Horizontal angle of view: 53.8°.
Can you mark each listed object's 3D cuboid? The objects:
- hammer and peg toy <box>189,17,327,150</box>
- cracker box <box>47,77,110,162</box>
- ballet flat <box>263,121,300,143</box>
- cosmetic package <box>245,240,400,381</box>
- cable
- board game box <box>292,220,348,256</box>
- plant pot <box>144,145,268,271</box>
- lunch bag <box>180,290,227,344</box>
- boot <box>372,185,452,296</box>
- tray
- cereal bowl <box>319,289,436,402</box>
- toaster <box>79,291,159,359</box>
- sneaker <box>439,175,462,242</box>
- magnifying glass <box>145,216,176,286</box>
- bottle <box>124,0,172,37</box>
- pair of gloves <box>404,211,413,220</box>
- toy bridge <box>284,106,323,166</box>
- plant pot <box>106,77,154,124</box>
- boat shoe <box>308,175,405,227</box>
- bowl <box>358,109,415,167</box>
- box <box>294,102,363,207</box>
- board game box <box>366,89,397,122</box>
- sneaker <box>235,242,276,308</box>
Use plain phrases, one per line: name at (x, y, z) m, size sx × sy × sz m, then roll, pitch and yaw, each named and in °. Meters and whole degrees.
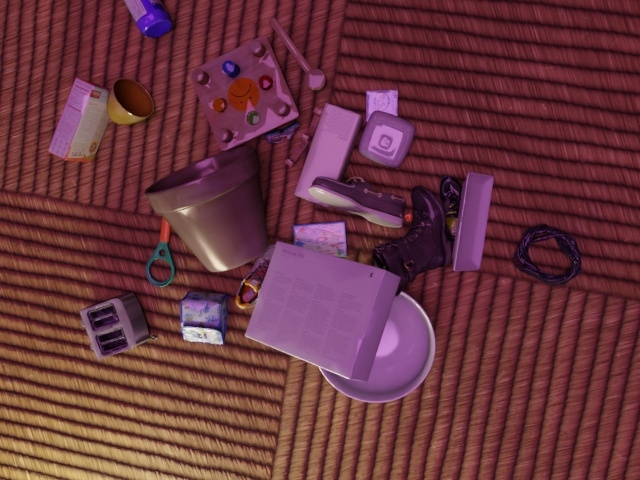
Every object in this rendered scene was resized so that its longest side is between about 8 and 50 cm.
hammer and peg toy at (-0.170, -0.442, 1.789) m, size 0.361 × 0.127 × 0.266 m, roll -24°, pitch 89°, yaw 10°
cracker box at (-0.697, -0.351, 1.862) m, size 0.067 × 0.156 × 0.232 m, roll 26°, pitch 98°, yaw 6°
ballet flat at (-0.108, -0.310, 1.839) m, size 0.114 × 0.041 × 0.041 m, roll -18°, pitch 92°, yaw 10°
cosmetic package at (-0.002, 0.179, 1.688) m, size 0.377 × 0.097 × 0.285 m, roll 15°, pitch 85°, yaw 38°
cable at (0.639, 0.041, 1.751) m, size 0.184 × 0.047 × 0.151 m, roll 24°, pitch 93°, yaw 9°
board game box at (0.000, 0.000, 1.849) m, size 0.154 × 0.026 × 0.104 m, roll -4°, pitch 94°, yaw 9°
plant pot at (-0.286, -0.075, 1.768) m, size 0.323 × 0.323 × 0.280 m, roll -18°, pitch 108°, yaw 10°
lunch bag at (-0.349, 0.238, 1.894) m, size 0.128 × 0.096 × 0.151 m, roll 5°, pitch 109°, yaw 6°
boot at (0.236, -0.002, 1.708) m, size 0.229 × 0.091 × 0.263 m, roll -19°, pitch 90°, yaw -28°
tray at (0.413, -0.051, 1.739) m, size 0.030 × 0.145 × 0.270 m, roll 12°, pitch 98°, yaw 40°
cereal bowl at (0.155, 0.278, 1.791) m, size 0.338 × 0.141 × 0.339 m, roll 1°, pitch 95°, yaw 8°
toaster at (-0.621, 0.259, 1.924) m, size 0.185 × 0.110 × 0.168 m, roll -19°, pitch 93°, yaw 10°
sneaker at (0.371, -0.088, 1.759) m, size 0.067 × 0.078 × 0.188 m, roll -5°, pitch 93°, yaw 9°
magnifying glass at (-0.480, 0.027, 1.929) m, size 0.092 × 0.026 × 0.231 m, roll 10°, pitch 98°, yaw 8°
bottle at (-0.535, -0.732, 1.824) m, size 0.092 × 0.118 × 0.283 m, roll -28°, pitch 91°, yaw 10°
pair of gloves at (0.283, -0.046, 1.810) m, size 0.074 × 0.010 × 0.083 m, roll -12°, pitch 95°, yaw 7°
toy bridge at (-0.041, -0.298, 1.811) m, size 0.026 × 0.063 × 0.188 m, roll 31°, pitch 100°, yaw 5°
plant pot at (-0.576, -0.397, 1.865) m, size 0.095 × 0.134 × 0.134 m, roll -30°, pitch 90°, yaw 35°
boat shoe at (0.106, -0.121, 1.737) m, size 0.305 × 0.109 × 0.091 m, roll 20°, pitch 80°, yaw -27°
bowl at (0.185, -0.282, 1.773) m, size 0.142 × 0.053 × 0.142 m, roll 22°, pitch 107°, yaw 2°
box at (0.026, -0.240, 1.791) m, size 0.113 × 0.094 × 0.275 m, roll 22°, pitch 98°, yaw 7°
board game box at (0.175, -0.381, 1.794) m, size 0.090 × 0.020 × 0.090 m, roll 1°, pitch 95°, yaw 8°
sneaker at (-0.173, 0.111, 1.852) m, size 0.088 × 0.093 × 0.225 m, roll 31°, pitch 98°, yaw 5°
